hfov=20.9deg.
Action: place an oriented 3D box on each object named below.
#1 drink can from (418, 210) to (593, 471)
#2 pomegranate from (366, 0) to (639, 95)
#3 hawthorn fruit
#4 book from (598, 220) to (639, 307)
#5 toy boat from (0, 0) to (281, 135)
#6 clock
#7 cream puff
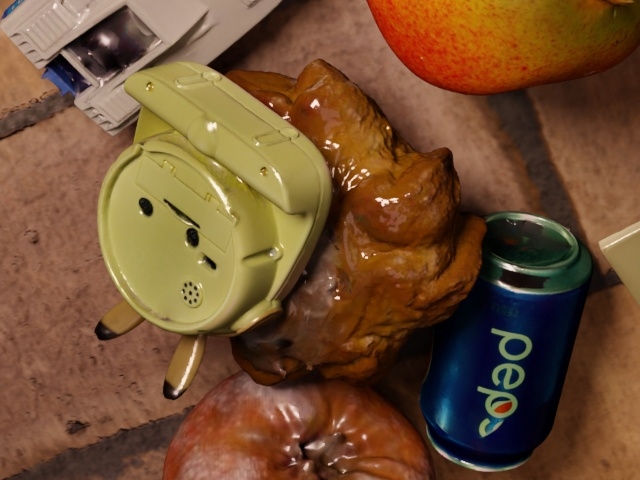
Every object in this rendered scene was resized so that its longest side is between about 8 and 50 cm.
[{"bbox_3d":[0.148,0.083,1.419,0.118,0.118,0.205,6,121,-3],"label":"drink can"},{"bbox_3d":[0.143,-0.203,1.165,0.221,0.256,0.221,-8,104,-37],"label":"pomegranate"},{"bbox_3d":[-0.013,0.234,1.447,0.231,0.235,0.263,-13,123,6],"label":"hawthorn fruit"},{"bbox_3d":[0.290,0.024,1.441,0.077,0.014,0.111,-29,118,16],"label":"book"},{"bbox_3d":[-0.091,-0.202,1.257,0.295,0.088,0.129,-35,115,21],"label":"toy boat"},{"bbox_3d":[-0.093,0.000,1.261,0.170,0.069,0.232,36,123,24],"label":"clock"},{"bbox_3d":[0.000,0.000,1.326,0.241,0.155,0.269,36,129,19],"label":"cream puff"}]
